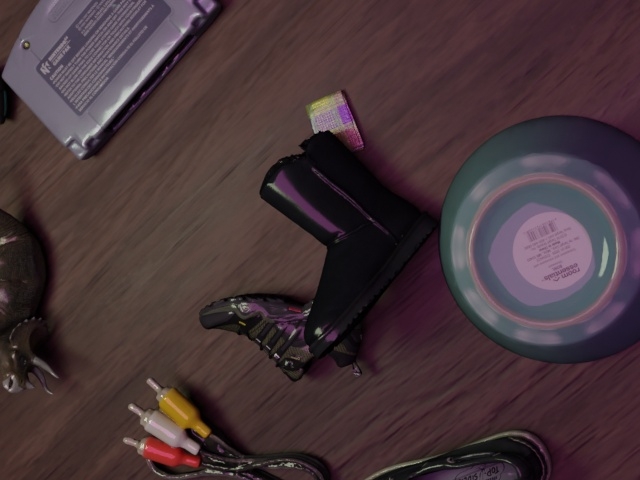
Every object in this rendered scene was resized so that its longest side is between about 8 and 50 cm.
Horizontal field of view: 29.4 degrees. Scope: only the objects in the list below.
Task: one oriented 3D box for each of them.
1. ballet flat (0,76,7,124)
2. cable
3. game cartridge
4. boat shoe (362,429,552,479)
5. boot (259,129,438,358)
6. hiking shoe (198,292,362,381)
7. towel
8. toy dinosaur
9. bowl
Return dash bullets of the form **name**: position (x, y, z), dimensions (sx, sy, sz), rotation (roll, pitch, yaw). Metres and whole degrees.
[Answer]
- **ballet flat**: position (-0.573, -0.167, 1.741), dimensions (0.281, 0.095, 0.096), rotation (-13, 102, 18)
- **cable**: position (-0.136, 0.302, 1.648), dimensions (0.287, 0.072, 0.139), rotation (27, 107, 14)
- **game cartridge**: position (-0.295, -0.280, 1.662), dimensions (0.196, 0.060, 0.294), rotation (46, 106, 6)
- **boat shoe**: position (0.130, 0.347, 1.544), dimensions (0.340, 0.113, 0.127), rotation (-24, 87, 18)
- **boot**: position (0.000, 0.000, 1.527), dimensions (0.207, 0.094, 0.246), rotation (38, 71, 7)
- **hiking shoe**: position (-0.055, 0.129, 1.600), dimensions (0.227, 0.086, 0.114), rotation (2, 92, 17)
- **towel**: position (0.018, -0.148, 1.595), dimensions (0.060, 0.009, 0.083), rotation (-22, 87, 19)
- **toy dinosaur**: position (-0.452, 0.059, 1.717), dimensions (0.160, 0.121, 0.313), rotation (2, 83, -17)
- **bowl**: position (0.274, 0.006, 1.447), dimensions (0.312, 0.163, 0.311), rotation (1, 95, 18)
